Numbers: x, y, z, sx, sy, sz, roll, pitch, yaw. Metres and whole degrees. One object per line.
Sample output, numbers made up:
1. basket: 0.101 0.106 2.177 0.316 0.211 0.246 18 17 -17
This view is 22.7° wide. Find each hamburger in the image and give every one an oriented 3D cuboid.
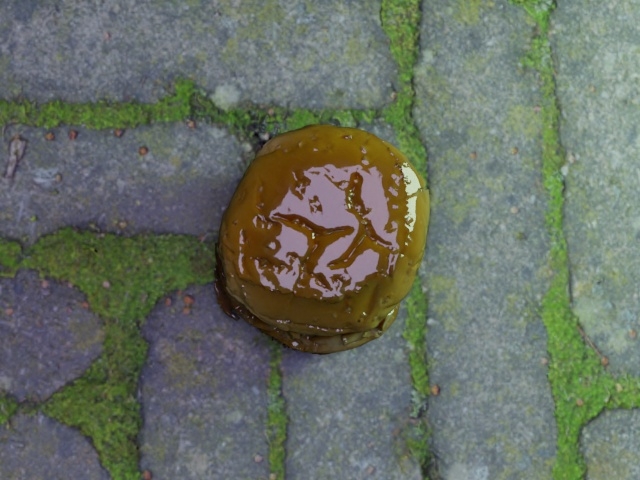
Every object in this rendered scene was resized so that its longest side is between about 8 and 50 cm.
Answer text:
1. hamburger: 0.000 0.000 1.737 0.244 0.163 0.244 1 82 -10
